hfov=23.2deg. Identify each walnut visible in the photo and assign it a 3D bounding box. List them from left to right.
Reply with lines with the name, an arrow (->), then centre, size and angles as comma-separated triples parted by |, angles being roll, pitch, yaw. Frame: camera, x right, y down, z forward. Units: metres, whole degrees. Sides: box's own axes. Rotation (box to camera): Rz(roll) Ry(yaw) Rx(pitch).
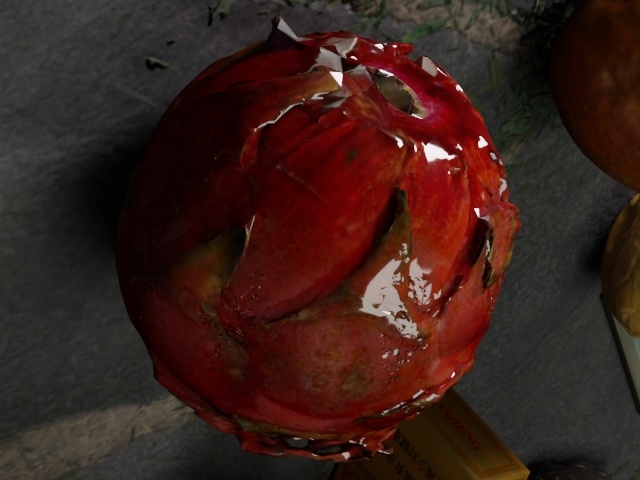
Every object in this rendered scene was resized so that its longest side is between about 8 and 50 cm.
walnut -> 0.381, 0.014, 1.627 | 0.159, 0.159, 0.207 | 19, 108, -50

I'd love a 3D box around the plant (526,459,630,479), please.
plant -> 0.325, 0.354, 1.943 | 0.194, 0.129, 0.132 | 13, 120, -45

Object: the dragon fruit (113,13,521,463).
dragon fruit -> 0.000, 0.000, 1.140 | 0.295, 0.296, 0.302 | -1, 135, -42

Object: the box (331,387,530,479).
box -> 0.089, 0.286, 1.613 | 0.076, 0.174, 0.274 | -6, 130, -38

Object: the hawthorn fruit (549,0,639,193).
hawthorn fruit -> 0.361, -0.132, 1.336 | 0.277, 0.298, 0.277 | -30, 156, -15

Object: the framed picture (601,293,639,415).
framed picture -> 0.453, 0.078, 1.865 | 0.232, 0.024, 0.315 | -37, 143, -5
